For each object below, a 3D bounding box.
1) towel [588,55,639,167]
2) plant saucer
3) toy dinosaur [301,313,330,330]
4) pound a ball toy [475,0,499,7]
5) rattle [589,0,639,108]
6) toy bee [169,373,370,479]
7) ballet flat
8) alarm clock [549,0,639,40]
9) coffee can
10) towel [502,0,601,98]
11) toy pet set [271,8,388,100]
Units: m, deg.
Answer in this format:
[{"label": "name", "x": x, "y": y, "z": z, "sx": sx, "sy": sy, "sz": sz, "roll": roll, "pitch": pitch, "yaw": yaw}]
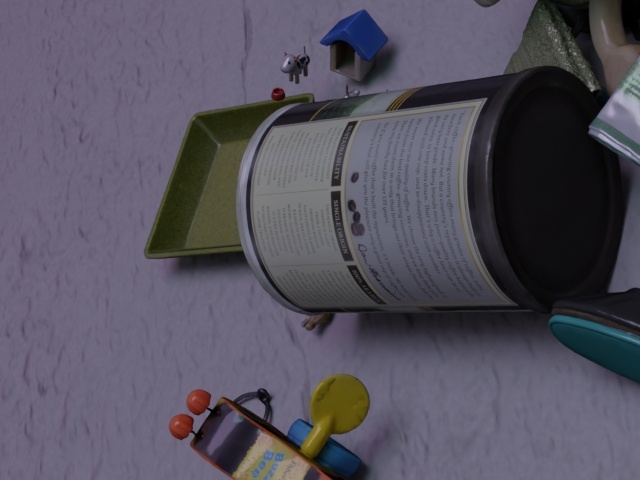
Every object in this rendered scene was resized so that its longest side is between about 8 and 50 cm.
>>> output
[{"label": "towel", "x": 0.296, "y": -0.121, "z": 1.123, "sx": 0.113, "sy": 0.023, "sz": 0.152, "roll": 38, "pitch": 99, "yaw": 28}, {"label": "plant saucer", "x": -0.088, "y": -0.059, "z": 1.532, "sx": 0.188, "sy": 0.045, "sz": 0.188, "roll": -5, "pitch": 59, "yaw": 41}, {"label": "toy dinosaur", "x": 0.000, "y": 0.000, "z": 1.408, "sx": 0.093, "sy": 0.053, "sz": 0.183, "roll": 6, "pitch": 83, "yaw": 37}, {"label": "pound a ball toy", "x": 0.248, "y": -0.373, "z": 1.249, "sx": 0.319, "sy": 0.136, "sz": 0.208, "roll": -51, "pitch": 19, "yaw": -25}, {"label": "rattle", "x": 0.304, "y": -0.172, "z": 1.245, "sx": 0.130, "sy": 0.143, "sz": 0.199, "roll": 29, "pitch": 128, "yaw": 46}, {"label": "toy bee", "x": -0.054, "y": 0.202, "z": 1.230, "sx": 0.298, "sy": 0.162, "sz": 0.195, "roll": 1, "pitch": 65, "yaw": 43}, {"label": "ballet flat", "x": 0.303, "y": 0.086, "z": 1.045, "sx": 0.280, "sy": 0.095, "sz": 0.096, "roll": 27, "pitch": 72, "yaw": 39}, {"label": "alarm clock", "x": 0.270, "y": -0.272, "z": 1.339, "sx": 0.129, "sy": 0.064, "sz": 0.192, "roll": -26, "pitch": 50, "yaw": 27}, {"label": "coffee can", "x": 0.092, "y": -0.035, "z": 1.230, "sx": 0.275, "sy": 0.201, "sz": 0.201, "roll": -3, "pitch": 60, "yaw": 41}, {"label": "towel", "x": 0.208, "y": -0.140, "z": 1.288, "sx": 0.110, "sy": 0.027, "sz": 0.148, "roll": 109, "pitch": 155, "yaw": -45}, {"label": "toy pet set", "x": 0.025, "y": -0.183, "z": 1.473, "sx": 0.122, "sy": 0.065, "sz": 0.114, "roll": 24, "pitch": 51, "yaw": 21}]
